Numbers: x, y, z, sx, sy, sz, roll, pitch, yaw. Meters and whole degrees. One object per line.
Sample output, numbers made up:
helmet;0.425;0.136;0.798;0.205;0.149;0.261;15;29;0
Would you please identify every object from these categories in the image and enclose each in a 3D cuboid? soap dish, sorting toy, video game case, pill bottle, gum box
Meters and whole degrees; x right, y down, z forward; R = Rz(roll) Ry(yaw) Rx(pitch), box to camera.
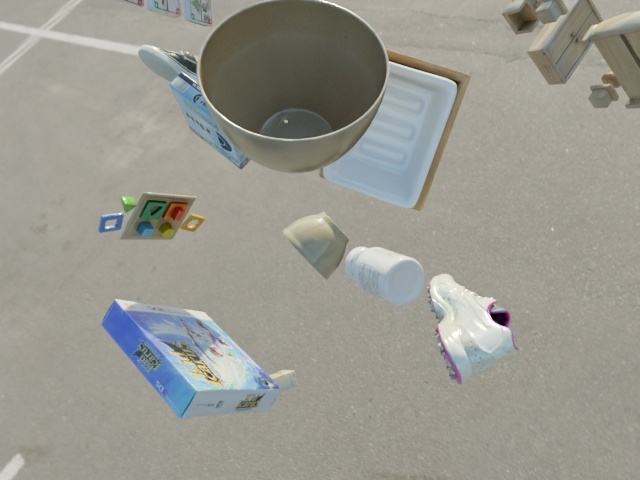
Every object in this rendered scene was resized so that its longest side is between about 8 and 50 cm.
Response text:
soap dish;0.139;-0.226;1.073;0.229;0.291;0.118;20;34;8
sorting toy;-0.470;-0.059;1.593;0.196;0.347;0.047;-50;61;27
video game case;-0.237;0.218;1.018;0.269;0.244;0.061;35;97;32
pill bottle;0.167;0.088;1.491;0.131;0.131;0.229;-49;28;-11
gum box;-0.223;-0.243;1.127;0.157;0.184;0.041;38;77;10

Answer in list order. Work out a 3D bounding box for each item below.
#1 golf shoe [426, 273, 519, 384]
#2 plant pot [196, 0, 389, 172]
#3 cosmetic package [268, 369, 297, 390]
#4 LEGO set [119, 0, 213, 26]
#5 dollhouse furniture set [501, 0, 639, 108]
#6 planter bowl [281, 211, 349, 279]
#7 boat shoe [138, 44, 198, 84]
golf shoe;0.287;0.149;1.038;0.140;0.115;0.306;-23;23;14
plant pot;-0.041;-0.220;0.883;0.284;0.191;0.284;0;64;0
cosmetic package;-0.123;0.365;1.375;0.060;0.115;0.041;-15;86;49
LEGO set;-0.184;-0.361;0.560;0.060;0.244;0.182;4;14;20
dollhouse furniture set;0.589;-0.418;1.025;0.174;0.303;0.355;-55;28;-7
planter bowl;0.000;0.000;1.309;0.109;0.162;0.162;-43;44;0
boat shoe;-0.338;-0.424;1.335;0.078;0.219;0.070;-8;62;53
